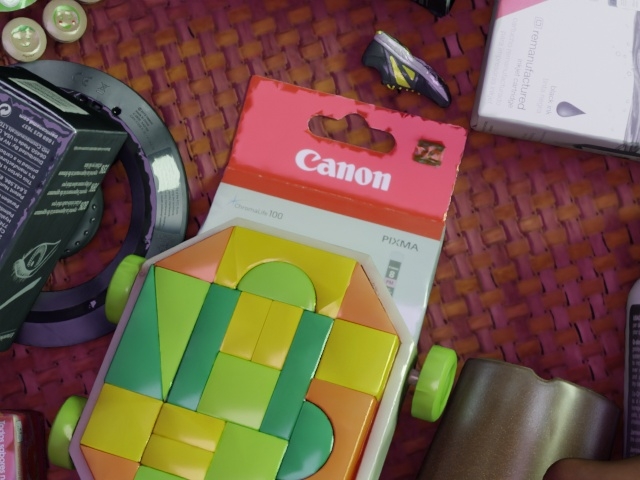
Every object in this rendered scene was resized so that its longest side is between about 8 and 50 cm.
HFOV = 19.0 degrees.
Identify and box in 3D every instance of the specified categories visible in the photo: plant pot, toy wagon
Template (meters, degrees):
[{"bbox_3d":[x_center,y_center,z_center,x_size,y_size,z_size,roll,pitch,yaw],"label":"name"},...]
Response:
[{"bbox_3d":[0.144,0.185,1.444,0.167,0.167,0.165,18,79,3],"label":"plant pot"},{"bbox_3d":[-0.064,0.157,1.397,0.267,0.068,0.344,16,70,13],"label":"toy wagon"}]

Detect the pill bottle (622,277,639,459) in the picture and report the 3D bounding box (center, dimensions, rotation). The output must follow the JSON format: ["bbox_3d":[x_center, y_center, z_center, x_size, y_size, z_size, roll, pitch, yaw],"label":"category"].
[{"bbox_3d":[0.308,0.104,1.432,0.162,0.162,0.278,2,87,3],"label":"pill bottle"}]

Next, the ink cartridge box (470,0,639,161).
[{"bbox_3d":[0.239,-0.145,1.485,0.218,0.092,0.158,11,87,1],"label":"ink cartridge box"}]

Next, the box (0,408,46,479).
[{"bbox_3d":[-0.276,0.259,1.465,0.123,0.128,0.256,-3,86,2],"label":"box"}]

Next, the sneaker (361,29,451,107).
[{"bbox_3d":[0.069,-0.131,1.525,0.083,0.031,0.035,43,103,8],"label":"sneaker"}]

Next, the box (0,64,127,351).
[{"bbox_3d":[-0.253,-0.021,1.423,0.108,0.153,0.207,31,96,6],"label":"box"}]

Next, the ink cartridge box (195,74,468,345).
[{"bbox_3d":[0.000,0.000,1.507,0.189,0.066,0.232,15,92,3],"label":"ink cartridge box"}]

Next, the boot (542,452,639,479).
[{"bbox_3d":[0.280,0.063,1.312,0.264,0.096,0.280,-2,82,14],"label":"boot"}]

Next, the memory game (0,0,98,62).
[{"bbox_3d":[-0.254,-0.229,1.508,0.186,0.012,0.186,6,76,-23],"label":"memory game"}]

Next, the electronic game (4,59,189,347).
[{"bbox_3d":[-0.217,-0.029,1.519,0.229,0.048,0.229,0,92,9],"label":"electronic game"}]

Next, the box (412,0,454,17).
[{"bbox_3d":[0.022,-0.398,1.466,0.312,0.179,0.343,22,88,5],"label":"box"}]
